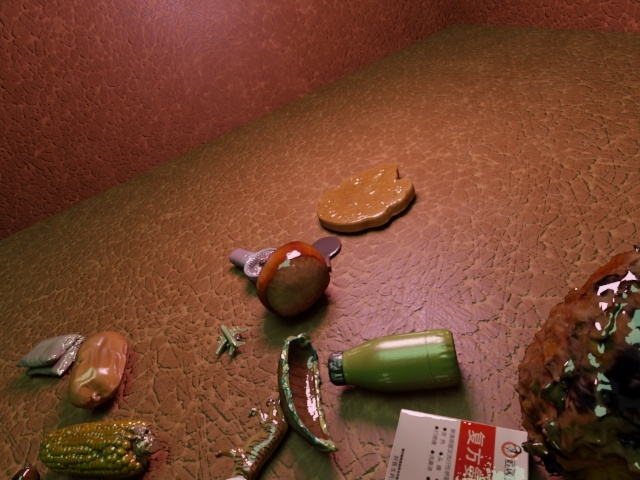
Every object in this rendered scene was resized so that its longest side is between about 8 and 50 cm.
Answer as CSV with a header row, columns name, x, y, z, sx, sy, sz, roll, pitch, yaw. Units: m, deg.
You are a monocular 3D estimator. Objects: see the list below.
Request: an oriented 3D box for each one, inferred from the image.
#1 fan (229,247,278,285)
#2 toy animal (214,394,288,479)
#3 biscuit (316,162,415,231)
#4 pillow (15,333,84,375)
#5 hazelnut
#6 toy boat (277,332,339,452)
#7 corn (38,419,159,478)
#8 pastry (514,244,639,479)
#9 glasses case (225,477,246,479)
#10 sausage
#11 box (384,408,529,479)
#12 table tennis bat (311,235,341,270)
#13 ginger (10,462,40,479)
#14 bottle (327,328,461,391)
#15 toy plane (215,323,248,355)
name,x,y,z,sx,sy,sz,roll,pitch,yaw
fan,-0.211,0.073,1.311,0.244,0.074,0.130,15,50,42
toy animal,-0.130,0.415,0.833,0.099,0.057,0.241,18,50,35
biscuit,0.158,-0.143,1.403,0.351,0.057,0.312,-35,37,-14
pillow,-0.849,0.361,1.291,0.181,0.078,0.134,-11,34,23
hazelnut,-0.082,0.099,1.111,0.214,0.176,0.214,-22,36,17
toy boat,-0.034,0.325,0.854,0.099,0.108,0.293,-46,31,16
corn,-0.500,0.465,0.918,0.321,0.119,0.119,-9,37,21
pastry,0.471,0.169,0.562,0.405,0.337,0.292,-37,59,-17
glasses case,-0.143,0.509,0.684,0.076,0.049,0.197,-18,51,1
sausage,-0.610,0.353,1.125,0.136,0.120,0.241,-34,35,4
box,0.188,0.442,0.603,0.214,0.069,0.353,-1,42,28
table tennis bat,0.000,0.000,1.249,0.107,0.119,0.170,-19,33,7
ginger,-0.722,0.630,0.838,0.309,0.107,0.133,-38,14,-19
bottle,0.145,0.251,0.837,0.260,0.112,0.112,-11,36,16
toy plane,-0.245,0.263,1.105,0.102,0.040,0.111,-33,35,-17
